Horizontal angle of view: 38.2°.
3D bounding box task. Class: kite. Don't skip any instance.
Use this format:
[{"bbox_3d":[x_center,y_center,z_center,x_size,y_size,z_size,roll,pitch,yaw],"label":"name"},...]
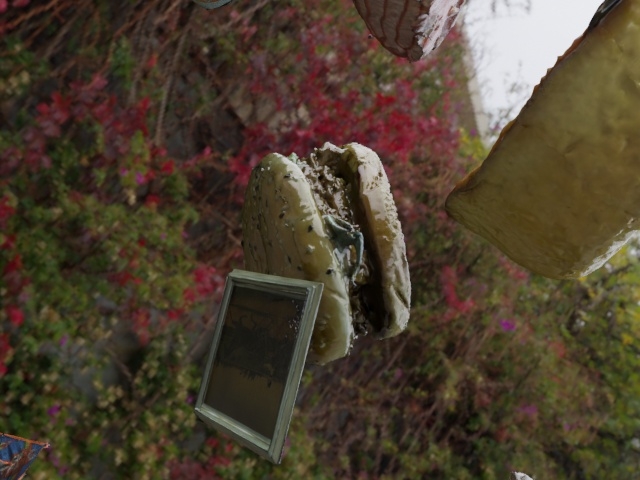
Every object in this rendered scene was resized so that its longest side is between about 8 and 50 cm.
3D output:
[{"bbox_3d":[-0.259,0.177,0.649,0.010,0.159,0.190,58,5,-27],"label":"kite"}]

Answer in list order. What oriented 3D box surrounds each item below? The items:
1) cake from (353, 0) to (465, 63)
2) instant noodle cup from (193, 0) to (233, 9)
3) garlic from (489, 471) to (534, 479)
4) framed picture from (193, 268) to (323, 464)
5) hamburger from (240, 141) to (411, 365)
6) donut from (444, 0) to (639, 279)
[{"bbox_3d":[0.090,-0.253,0.972,0.098,0.287,0.135,37,-70,12],"label":"cake"},{"bbox_3d":[-0.167,-0.445,1.338,0.205,0.205,0.153,7,-23,47],"label":"instant noodle cup"},{"bbox_3d":[0.204,0.389,1.060,0.160,0.214,0.191,29,-31,7],"label":"garlic"},{"bbox_3d":[-0.081,0.133,1.065,0.014,0.197,0.252,16,-6,-27],"label":"framed picture"},{"bbox_3d":[0.000,0.000,1.362,0.318,0.195,0.276,-130,-148,-54],"label":"hamburger"},{"bbox_3d":[0.290,-0.109,0.847,0.163,0.378,0.435,45,-42,8],"label":"donut"}]
